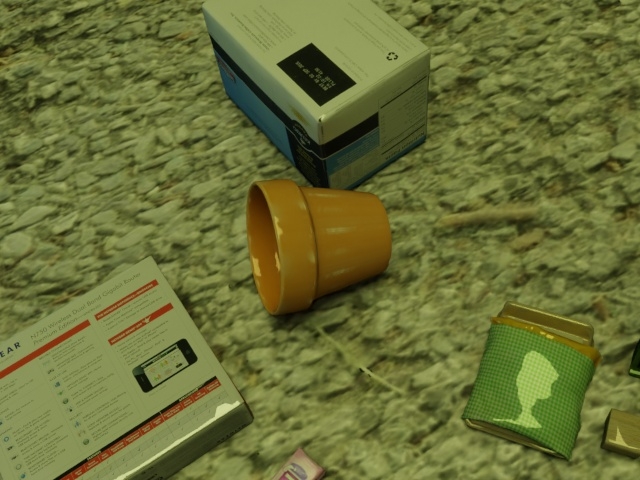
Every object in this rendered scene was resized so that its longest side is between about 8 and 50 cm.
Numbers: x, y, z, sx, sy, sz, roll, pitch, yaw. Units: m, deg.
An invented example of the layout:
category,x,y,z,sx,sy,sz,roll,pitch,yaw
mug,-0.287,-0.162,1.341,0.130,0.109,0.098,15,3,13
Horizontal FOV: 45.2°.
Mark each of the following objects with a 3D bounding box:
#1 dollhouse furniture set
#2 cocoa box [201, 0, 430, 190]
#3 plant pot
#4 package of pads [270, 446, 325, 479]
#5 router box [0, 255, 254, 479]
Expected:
category,x,y,z,sx,sy,sz,roll,pitch,yaw
dollhouse furniture set,0.364,0.185,1.042,0.301,0.151,0.198,16,62,16
cocoa box,-0.005,-0.287,1.330,0.231,0.228,0.347,-34,61,-14
plant pot,0.000,0.000,1.187,0.187,0.205,0.205,-8,57,-17
package of pads,-0.037,0.335,1.068,0.050,0.032,0.083,35,68,27
router box,-0.318,0.228,1.137,0.335,0.082,0.301,-31,60,-12
